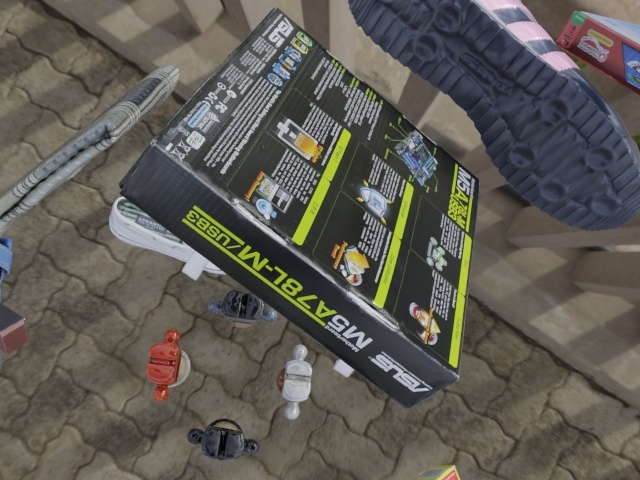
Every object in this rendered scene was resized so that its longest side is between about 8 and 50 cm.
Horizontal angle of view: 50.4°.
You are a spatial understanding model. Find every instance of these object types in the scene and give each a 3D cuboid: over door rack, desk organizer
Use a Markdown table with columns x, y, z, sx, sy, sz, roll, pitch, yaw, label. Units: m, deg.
| x | y | z | sx | sy | sz | roll | pitch | yaw | label |
| --- | --- | --- | --- | --- | --- | --- | --- | --- | --- |
| 0.000 | 0.000 | 0.914 | 0.240 | 0.324 | 0.108 | 33 | 121 | -1 | over door rack |
| -0.554 | 0.138 | 1.151 | 0.130 | 0.047 | 0.050 | 22 | 130 | 30 | desk organizer |

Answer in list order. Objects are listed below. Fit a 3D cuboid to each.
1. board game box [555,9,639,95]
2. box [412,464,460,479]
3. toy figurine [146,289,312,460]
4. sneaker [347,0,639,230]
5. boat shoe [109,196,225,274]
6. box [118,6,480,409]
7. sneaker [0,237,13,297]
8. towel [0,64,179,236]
| x | y | z | sx | sy | sz | roll | pitch | yaw | label |
| --- | --- | --- | --- | --- | --- | --- | --- | --- | --- |
| 0.286 | -0.055 | 0.398 | 0.281 | 0.145 | 0.027 | 45 | 127 | 30 | board game box |
| 0.195 | 0.449 | 0.973 | 0.087 | 0.058 | 0.232 | -18 | 84 | -41 | box |
| -0.126 | 0.191 | 0.973 | 0.209 | 0.148 | 0.213 | -39 | 83 | -14 | toy figurine |
| 0.172 | -0.151 | 0.593 | 0.319 | 0.112 | 0.131 | 46 | 45 | -7 | sneaker |
| -0.164 | -0.007 | 0.891 | 0.226 | 0.076 | 0.083 | 8 | 72 | -11 | boat shoe |
| 0.009 | -0.032 | 0.389 | 0.184 | 0.190 | 0.045 | 39 | 127 | -14 | box |
| -0.200 | 0.018 | 0.369 | 0.059 | 0.053 | 0.144 | -40 | 55 | 0 | sneaker |
| -0.355 | -0.114 | 0.976 | 0.324 | 0.312 | 0.056 | -32 | 111 | 18 | towel |
